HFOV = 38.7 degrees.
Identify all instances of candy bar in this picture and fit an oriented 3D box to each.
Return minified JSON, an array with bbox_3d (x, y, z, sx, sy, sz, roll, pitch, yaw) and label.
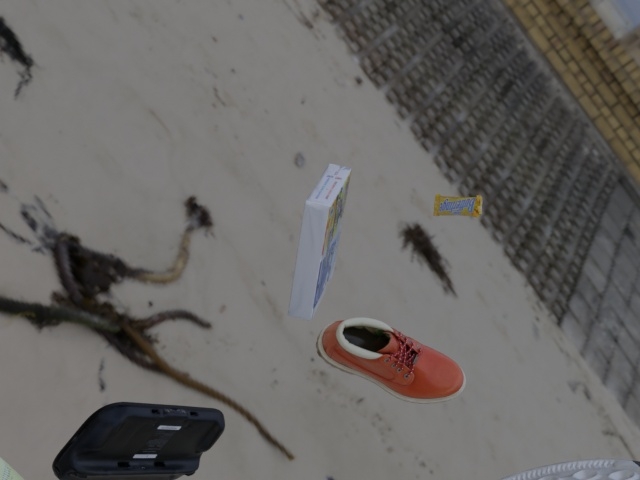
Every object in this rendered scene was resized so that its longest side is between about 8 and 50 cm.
[{"bbox_3d":[0.235,-0.059,1.560,0.018,0.040,0.161,8,0,-20],"label":"candy bar"}]

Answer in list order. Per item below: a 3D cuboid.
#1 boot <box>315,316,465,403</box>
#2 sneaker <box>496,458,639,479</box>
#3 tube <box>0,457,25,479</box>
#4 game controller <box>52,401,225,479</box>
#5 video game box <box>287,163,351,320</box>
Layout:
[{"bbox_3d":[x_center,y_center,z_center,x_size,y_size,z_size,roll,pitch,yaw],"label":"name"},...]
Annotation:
[{"bbox_3d":[0.078,0.118,0.903,0.158,0.084,0.059,19,69,-6],"label":"boot"},{"bbox_3d":[0.171,0.345,0.779,0.130,0.323,0.236,-80,149,-86],"label":"sneaker"},{"bbox_3d":[-0.292,0.332,0.992,0.240,0.070,0.062,57,48,-20],"label":"tube"},{"bbox_3d":[-0.293,0.340,1.528,0.067,0.166,0.319,39,10,33],"label":"game controller"},{"bbox_3d":[0.000,0.000,1.490,0.048,0.205,0.187,12,26,5],"label":"video game box"}]
